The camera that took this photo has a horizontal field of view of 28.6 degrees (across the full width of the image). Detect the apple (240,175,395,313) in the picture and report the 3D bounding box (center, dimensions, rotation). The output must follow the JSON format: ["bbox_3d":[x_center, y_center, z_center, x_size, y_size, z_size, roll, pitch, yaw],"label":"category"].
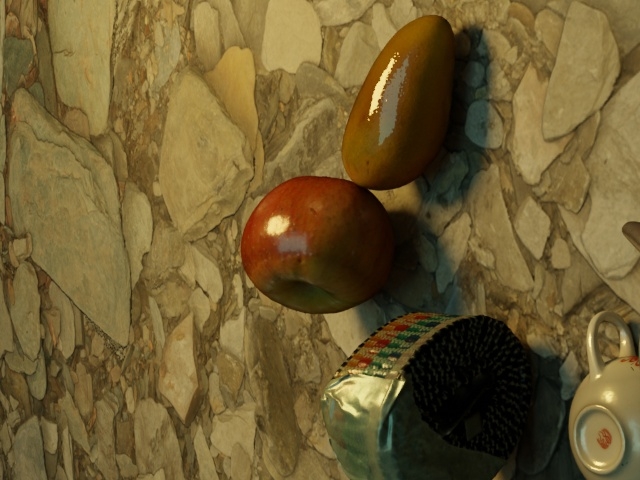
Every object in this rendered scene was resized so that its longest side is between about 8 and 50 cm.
[{"bbox_3d":[0.000,0.000,1.728,0.235,0.210,0.173,-13,57,48],"label":"apple"}]

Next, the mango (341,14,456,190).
[{"bbox_3d":[0.109,-0.170,1.615,0.138,0.113,0.253,54,129,44],"label":"mango"}]

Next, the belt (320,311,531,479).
[{"bbox_3d":[0.131,0.204,1.510,0.150,0.257,0.207,-4,126,55],"label":"belt"}]

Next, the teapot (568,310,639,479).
[{"bbox_3d":[0.331,0.193,1.346,0.159,0.116,0.245,144,122,-65],"label":"teapot"}]

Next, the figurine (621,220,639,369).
[{"bbox_3d":[0.382,0.045,1.099,0.378,0.266,0.361,39,120,47],"label":"figurine"}]
